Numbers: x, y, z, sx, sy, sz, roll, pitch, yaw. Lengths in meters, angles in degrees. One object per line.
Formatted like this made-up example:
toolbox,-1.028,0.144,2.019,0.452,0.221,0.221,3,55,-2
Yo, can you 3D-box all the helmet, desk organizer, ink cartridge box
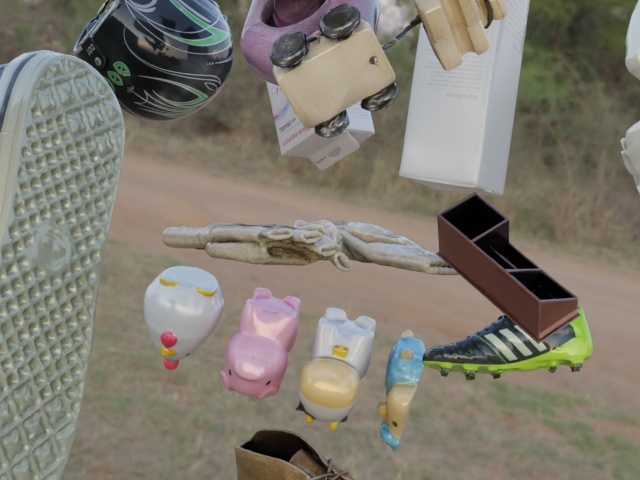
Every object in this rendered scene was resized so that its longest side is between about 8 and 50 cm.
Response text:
helmet,-0.181,-0.216,1.273,0.161,0.169,0.169,36,0,-20
desk organizer,0.153,0.020,0.918,0.047,0.050,0.130,-30,50,-19
ink cartridge box,-0.001,-0.171,1.437,0.090,0.143,0.092,1,-21,-38

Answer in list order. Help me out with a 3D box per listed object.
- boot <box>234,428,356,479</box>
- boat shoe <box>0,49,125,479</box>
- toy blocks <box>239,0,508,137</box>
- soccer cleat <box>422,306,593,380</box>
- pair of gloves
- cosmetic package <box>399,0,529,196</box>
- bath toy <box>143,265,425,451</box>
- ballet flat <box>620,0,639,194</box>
boot,0.007,0.284,1.185,0.112,0.115,0.305,-29,24,-35
boat shoe,-0.294,0.071,0.915,0.156,0.500,0.187,-8,-30,30
toy blocks,0.018,-0.289,0.597,0.309,0.288,0.260,58,6,-43
soccer cleat,0.194,0.106,1.171,0.179,0.072,0.060,-4,-16,1
pair of gloves,0.000,0.000,1.039,0.240,0.042,0.204,4,3,-34
cosmetic package,0.145,-0.164,1.097,0.085,0.231,0.117,10,0,22
bath toy,-0.055,0.140,1.342,0.348,0.129,0.151,18,17,8
ballet flat,0.365,-0.135,1.133,0.139,0.400,0.139,6,-19,2
